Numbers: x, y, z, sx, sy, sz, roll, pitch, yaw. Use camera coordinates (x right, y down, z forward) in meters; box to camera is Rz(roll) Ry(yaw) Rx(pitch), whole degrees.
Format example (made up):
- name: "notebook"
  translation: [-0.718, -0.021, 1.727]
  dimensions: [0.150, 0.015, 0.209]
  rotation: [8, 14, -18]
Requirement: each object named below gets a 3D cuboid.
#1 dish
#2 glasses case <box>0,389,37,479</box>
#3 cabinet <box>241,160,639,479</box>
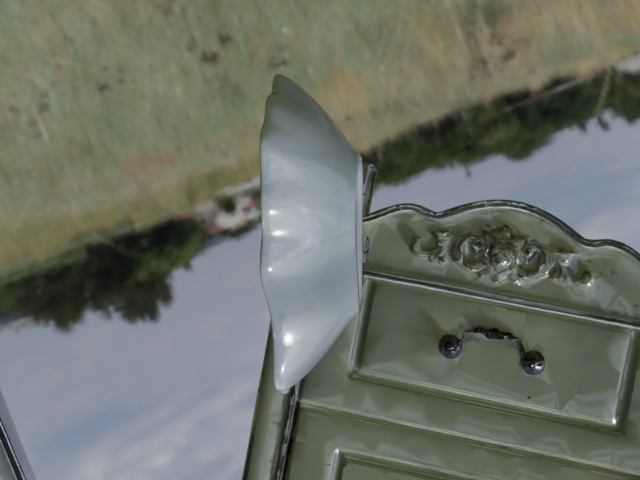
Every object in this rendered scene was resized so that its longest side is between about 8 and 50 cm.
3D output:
- name: "dish"
  translation: [0.000, 0.000, 0.567]
  dimensions: [0.039, 0.137, 0.091]
  rotation: [0, -158, 6]
- name: "glasses case"
  translation: [-0.263, 0.100, 0.969]
  dimensions: [0.060, 0.299, 0.114]
  rotation: [-24, -148, -18]
- name: "cabinet"
  translation: [0.106, 0.118, 0.847]
  dimensions: [0.290, 0.318, 0.227]
  rotation: [11, -178, 12]
